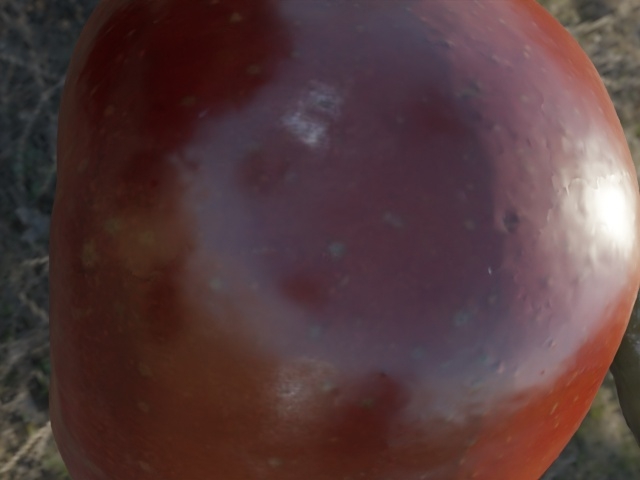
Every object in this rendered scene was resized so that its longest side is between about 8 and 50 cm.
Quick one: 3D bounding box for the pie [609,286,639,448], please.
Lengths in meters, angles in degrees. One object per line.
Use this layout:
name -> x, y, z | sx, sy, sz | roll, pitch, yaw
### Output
pie -> 0.199, 0.106, 0.690 | 0.129, 0.068, 0.282 | -28, 93, -48

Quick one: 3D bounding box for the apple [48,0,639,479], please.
apple -> 0.000, 0.000, 0.621 | 0.217, 0.260, 0.260 | 1, 65, -12
